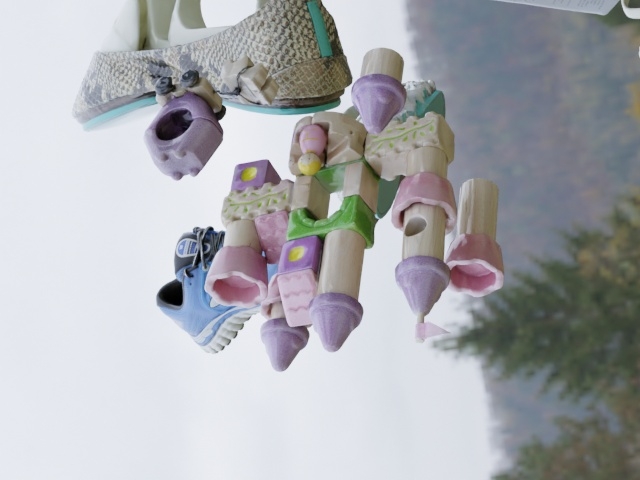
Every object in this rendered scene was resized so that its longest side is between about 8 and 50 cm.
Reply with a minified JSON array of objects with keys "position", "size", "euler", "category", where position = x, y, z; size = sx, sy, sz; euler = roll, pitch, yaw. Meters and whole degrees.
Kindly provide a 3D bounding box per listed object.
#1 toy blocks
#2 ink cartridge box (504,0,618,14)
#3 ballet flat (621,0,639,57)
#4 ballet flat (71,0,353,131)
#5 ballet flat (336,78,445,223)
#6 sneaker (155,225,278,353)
[{"position":[0.000,0.000,1.545],"size":[0.309,0.289,0.260],"euler":[51,-143,-42],"category":"toy blocks"},{"position":[0.296,-0.445,2.120],"size":[0.071,0.330,0.324],"euler":[115,155,-46],"category":"ink cartridge box"},{"position":[0.393,-0.254,1.671],"size":[0.116,0.124,0.342],"euler":[42,-148,-60],"category":"ballet flat"},{"position":[-0.144,-0.230,1.820],"size":[0.164,0.483,0.182],"euler":[-17,-79,-38],"category":"ballet flat"},{"position":[0.069,-0.126,2.147],"size":[0.409,0.147,0.147],"euler":[-48,-53,-64],"category":"ballet flat"},{"position":[-0.131,0.037,2.204],"size":[0.147,0.330,0.129],"euler":[31,-139,-17],"category":"sneaker"}]
